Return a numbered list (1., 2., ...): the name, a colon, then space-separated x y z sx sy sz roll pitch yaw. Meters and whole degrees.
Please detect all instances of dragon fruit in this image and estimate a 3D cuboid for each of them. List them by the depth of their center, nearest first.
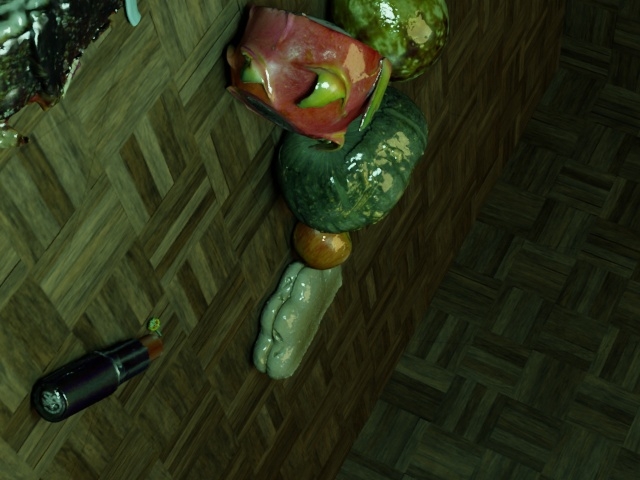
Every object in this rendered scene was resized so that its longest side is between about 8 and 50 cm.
1. dragon fruit: -0.036 -0.280 1.934 0.189 0.290 0.290 -65 160 -3

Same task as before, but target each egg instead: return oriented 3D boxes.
1. egg: 0.134 -0.450 2.238 0.238 0.238 0.289 -62 148 -16

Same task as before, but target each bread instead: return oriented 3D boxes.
1. bread: -0.056 0.156 2.595 0.337 0.102 0.183 -61 160 -21

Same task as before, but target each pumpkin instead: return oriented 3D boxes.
1. pumpkin: 0.063 -0.169 2.280 0.257 0.291 0.328 44 58 -52

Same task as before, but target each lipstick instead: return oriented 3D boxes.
1. lipstick: -0.367 0.223 1.884 0.299 0.081 0.081 -29 137 -59

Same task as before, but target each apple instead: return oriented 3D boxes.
1. apple: 0.000 0.000 2.528 0.146 0.146 0.146 -53 156 -36

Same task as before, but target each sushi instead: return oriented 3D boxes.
1. sushi: -0.340 -0.258 1.270 0.343 0.196 0.182 -58 151 -27

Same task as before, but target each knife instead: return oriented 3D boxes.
1. knife: -0.272 -0.394 1.563 0.028 0.015 0.210 -43 149 -36

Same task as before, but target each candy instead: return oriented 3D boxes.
1. candy: -0.305 0.164 2.079 0.083 0.023 0.025 76 0 -71

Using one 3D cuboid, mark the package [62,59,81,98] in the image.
1. package: -0.348 -0.234 1.517 0.083 0.029 0.059 85 24 -72
